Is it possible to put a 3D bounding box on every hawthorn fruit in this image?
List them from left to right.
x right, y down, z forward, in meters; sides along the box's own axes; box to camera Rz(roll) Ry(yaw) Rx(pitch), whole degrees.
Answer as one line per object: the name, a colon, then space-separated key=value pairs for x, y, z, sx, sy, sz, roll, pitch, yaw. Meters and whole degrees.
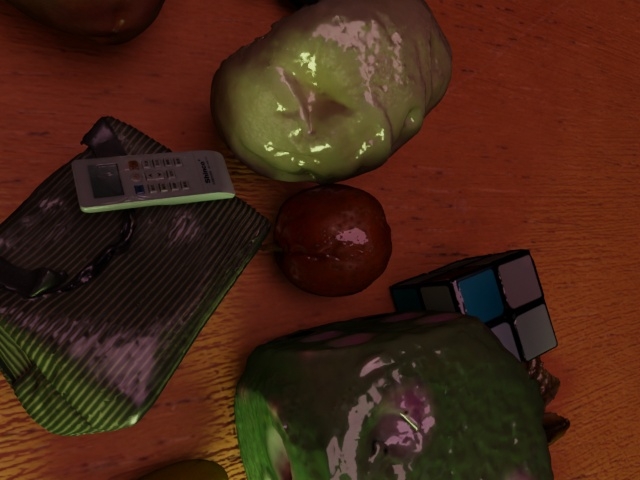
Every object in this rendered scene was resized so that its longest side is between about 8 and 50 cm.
hawthorn fruit: x=0.000 y=0.000 z=0.819 sx=0.200 sy=0.179 sz=0.179 roll=-3 pitch=84 yaw=-16

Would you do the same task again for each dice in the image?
dice: x=0.078 y=0.272 z=0.734 sx=0.318 sy=0.322 sz=0.331 roll=-13 pitch=90 yaw=-26

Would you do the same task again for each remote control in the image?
remote control: x=-0.175 y=-0.062 z=0.587 sx=0.162 sy=0.029 sz=0.061 roll=-9 pitch=63 yaw=-26

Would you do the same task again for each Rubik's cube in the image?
Rubik's cube: x=0.251 y=0.123 z=0.915 sx=0.180 sy=0.183 sz=0.167 roll=-17 pitch=89 yaw=-24

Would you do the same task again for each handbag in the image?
handbag: x=-0.251 y=0.035 z=0.648 sx=0.240 sy=0.247 sz=0.341 roll=41 pitch=54 yaw=-16

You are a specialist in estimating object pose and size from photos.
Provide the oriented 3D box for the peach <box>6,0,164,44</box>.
peach: x=-0.304 y=-0.390 z=0.670 sx=0.247 sy=0.292 sz=0.292 roll=-36 pitch=102 yaw=18

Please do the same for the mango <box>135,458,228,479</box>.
mango: x=-0.223 y=0.378 z=0.695 sx=0.253 sy=0.113 sz=0.139 roll=-30 pitch=92 yaw=-33

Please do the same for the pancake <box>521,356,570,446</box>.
pancake: x=0.362 y=0.307 z=1.011 sx=0.257 sy=0.056 sz=0.213 roll=-27 pitch=95 yaw=-26

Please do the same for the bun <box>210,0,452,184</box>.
bun: x=0.022 y=-0.196 z=0.766 sx=0.359 sy=0.359 sz=0.211 roll=-33 pitch=101 yaw=-25

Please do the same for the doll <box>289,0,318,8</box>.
doll: x=-0.010 y=-0.454 z=0.893 sx=0.313 sy=0.141 sz=0.177 roll=15 pitch=80 yaw=-20
